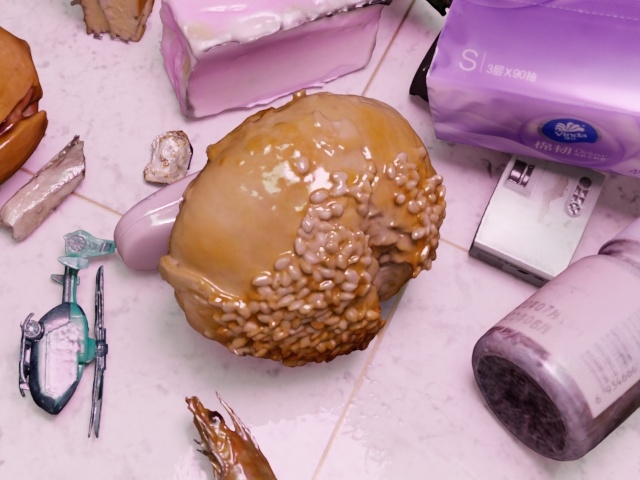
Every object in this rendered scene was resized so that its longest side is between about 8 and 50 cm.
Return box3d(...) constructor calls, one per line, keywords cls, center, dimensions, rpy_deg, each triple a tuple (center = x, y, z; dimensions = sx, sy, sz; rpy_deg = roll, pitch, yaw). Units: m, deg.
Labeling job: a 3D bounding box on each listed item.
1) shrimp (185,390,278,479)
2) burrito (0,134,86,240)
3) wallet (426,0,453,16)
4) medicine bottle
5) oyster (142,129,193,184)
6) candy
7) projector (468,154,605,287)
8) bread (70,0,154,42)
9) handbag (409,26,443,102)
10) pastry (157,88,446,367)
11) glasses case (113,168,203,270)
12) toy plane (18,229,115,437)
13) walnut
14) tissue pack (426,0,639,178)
box3d(cls="shrimp", center=(-0.096, 0.276, 1.042), dimensions=(0.150, 0.068, 0.248), rpy_deg=(-13, 71, -10))
box3d(cls="burrito", center=(-0.311, -0.061, 1.195), dimensions=(0.055, 0.041, 0.149), rpy_deg=(29, 62, 22))
box3d(cls="wallet", center=(0.048, -0.420, 1.338), dimensions=(0.044, 0.169, 0.317), rpy_deg=(-45, 59, 13))
box3d(cls="medicine bottle", center=(0.311, 0.100, 1.130), dimensions=(0.273, 0.165, 0.165), rpy_deg=(-34, 72, -23))
box3d(cls="oyster", center=(-0.179, -0.099, 1.246), dimensions=(0.054, 0.019, 0.083), rpy_deg=(14, 64, 1))
box3d(cls="candy", center=(-0.059, -0.255, 1.265), dimensions=(0.265, 0.155, 0.115), rpy_deg=(-21, 69, -17))
box3d(cls="projector", center=(0.254, -0.029, 1.232), dimensions=(0.115, 0.061, 0.147), rpy_deg=(25, 75, 4))
box3d(cls="bread", center=(-0.250, -0.404, 1.274), dimensions=(0.111, 0.239, 0.246), rpy_deg=(4, 61, 1))
box3d(cls="handbag", center=(0.258, -0.225, 1.340), dimensions=(0.223, 0.080, 0.246), rpy_deg=(33, 68, 1))
box3d(cls="pastry", center=(0.000, 0.000, 1.067), dimensions=(0.316, 0.284, 0.184), rpy_deg=(-33, 47, -20))
box3d(cls="glasses case", center=(-0.092, -0.047, 1.178), dimensions=(0.297, 0.113, 0.075), rpy_deg=(-24, 71, -19))
box3d(cls="toy plane", center=(-0.271, 0.094, 1.113), dimensions=(0.096, 0.060, 0.234), rpy_deg=(4, 66, -14))
box3d(cls="walnut", center=(-0.453, -0.114, 1.118), dimensions=(0.336, 0.209, 0.209), rpy_deg=(-33, 72, -23))
box3d(cls="tissue pack", center=(0.315, -0.210, 1.159), dimensions=(0.339, 0.160, 0.242), rpy_deg=(12, 69, 19))
